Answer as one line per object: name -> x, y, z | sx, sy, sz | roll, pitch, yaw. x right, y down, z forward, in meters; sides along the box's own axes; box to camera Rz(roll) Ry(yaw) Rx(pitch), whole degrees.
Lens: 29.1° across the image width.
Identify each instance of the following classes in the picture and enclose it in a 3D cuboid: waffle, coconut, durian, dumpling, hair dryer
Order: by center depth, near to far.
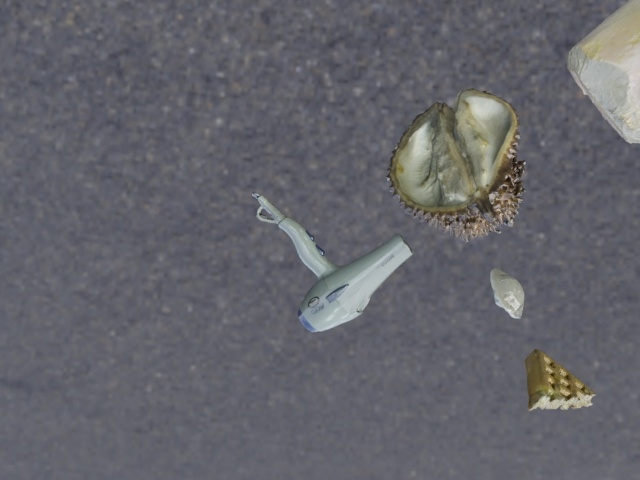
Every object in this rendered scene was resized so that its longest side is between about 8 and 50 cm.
durian -> 0.114, -0.043, 0.916 | 0.110, 0.140, 0.071 | -36, 129, 13
coconut -> 0.359, -0.191, 1.327 | 0.153, 0.147, 0.147 | -36, 144, 10
hair dryer -> 0.021, -0.001, 1.550 | 0.167, 0.199, 0.067 | -24, 174, 13
waffle -> 0.322, 0.216, 1.630 | 0.125, 0.191, 0.032 | 39, 108, -6
dumpling -> 0.277, 0.082, 1.838 | 0.043, 0.077, 0.059 | -2, -166, 33
